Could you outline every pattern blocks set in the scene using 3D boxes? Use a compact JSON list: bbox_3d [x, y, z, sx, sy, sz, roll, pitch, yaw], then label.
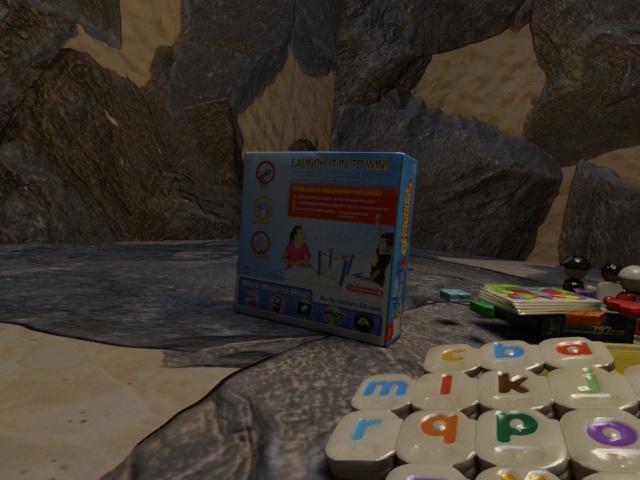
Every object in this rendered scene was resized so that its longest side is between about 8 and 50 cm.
[{"bbox_3d":[0.416,0.112,0.810,0.325,0.026,0.285,-1,5,-20],"label":"pattern blocks set"}]

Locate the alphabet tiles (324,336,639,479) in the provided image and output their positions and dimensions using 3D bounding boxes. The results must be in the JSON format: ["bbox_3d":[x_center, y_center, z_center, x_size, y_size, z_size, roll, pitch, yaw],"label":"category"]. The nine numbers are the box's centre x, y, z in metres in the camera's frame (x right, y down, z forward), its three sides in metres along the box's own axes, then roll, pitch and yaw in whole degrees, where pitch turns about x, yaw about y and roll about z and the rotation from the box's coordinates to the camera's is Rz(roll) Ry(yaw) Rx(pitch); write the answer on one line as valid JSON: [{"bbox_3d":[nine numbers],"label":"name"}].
[{"bbox_3d":[0.154,0.140,0.331,0.284,0.021,0.278,-10,6,22],"label":"alphabet tiles"}]

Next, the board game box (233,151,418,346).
[{"bbox_3d":[0.000,0.000,0.749,0.309,0.301,0.086,7,5,28],"label":"board game box"}]

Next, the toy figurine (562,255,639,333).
[{"bbox_3d":[0.697,0.119,0.986,0.210,0.148,0.213,3,4,-21],"label":"toy figurine"}]

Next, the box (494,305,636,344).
[{"bbox_3d":[0.493,0.152,0.896,0.184,0.059,0.232,4,4,-1],"label":"box"}]

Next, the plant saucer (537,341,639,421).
[{"bbox_3d":[0.388,0.168,0.387,0.333,0.080,0.333,5,4,-7],"label":"plant saucer"}]
